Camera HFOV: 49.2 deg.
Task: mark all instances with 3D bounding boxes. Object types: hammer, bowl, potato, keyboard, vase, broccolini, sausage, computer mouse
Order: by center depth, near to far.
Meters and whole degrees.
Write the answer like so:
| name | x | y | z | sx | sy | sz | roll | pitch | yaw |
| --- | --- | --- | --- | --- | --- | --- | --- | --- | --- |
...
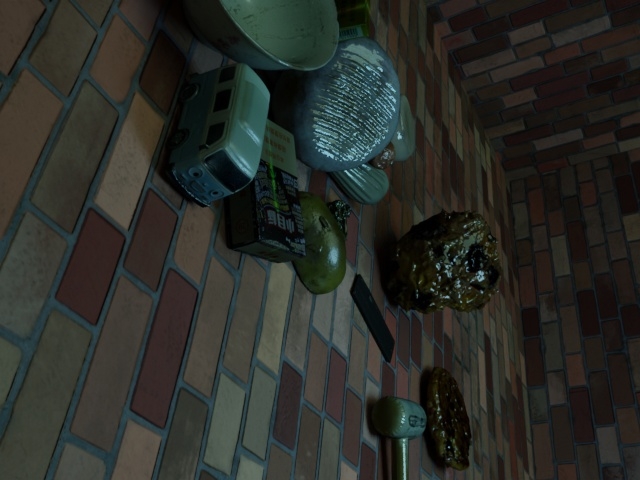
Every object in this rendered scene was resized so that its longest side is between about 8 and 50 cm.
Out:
| name | x | y | z | sx | sy | sz | roll | pitch | yaw |
| --- | --- | --- | --- | --- | --- | --- | --- | --- | --- |
| bowl | -0.170 | -0.527 | 1.512 | 0.435 | 0.196 | 0.434 | 26 | 54 | -42 |
| potato | 0.000 | 0.000 | 1.722 | 0.160 | 0.111 | 0.271 | -39 | 113 | -64 |
| computer mouse | -0.114 | -0.435 | 1.788 | 0.096 | 0.039 | 0.066 | 61 | 29 | -27 |
| hammer | 0.213 | 0.578 | 1.871 | 0.202 | 0.113 | 0.305 | 28 | 58 | -53 |
| broccolini | 0.057 | -0.016 | 1.894 | 0.091 | 0.068 | 0.202 | 58 | 26 | -72 |
| keyboard | 0.138 | 0.183 | 1.996 | 0.103 | 0.041 | 0.381 | -67 | 142 | -53 |
| vase | 0.091 | -0.199 | 1.999 | 0.248 | 0.128 | 0.128 | 35 | 47 | -42 |
| sausage | 0.125 | -0.354 | 2.043 | 0.094 | 0.094 | 0.419 | 8 | 40 | -23 |

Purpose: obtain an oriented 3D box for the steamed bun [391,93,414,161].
| name | x | y | z | sx | sy | sz | roll | pitch | yaw |
| --- | --- | --- | --- | --- | --- | --- | --- | --- | --- |
| steamed bun | 0.222 | -0.372 | 2.313 | 0.232 | 0.145 | 0.231 | -6 | 90 | -72 |

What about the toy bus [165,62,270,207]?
| name | x | y | z | sx | sy | sz | roll | pitch | yaw |
| --- | --- | --- | --- | --- | --- | --- | --- | --- | --- |
| toy bus | -0.192 | -0.215 | 1.378 | 0.133 | 0.165 | 0.271 | 48 | 37 | -45 |

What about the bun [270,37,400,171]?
| name | x | y | z | sx | sy | sz | roll | pitch | yaw |
| --- | --- | --- | --- | --- | --- | --- | --- | --- | --- |
| bun | 0.034 | -0.349 | 1.783 | 0.362 | 0.211 | 0.361 | -12 | 110 | -35 |

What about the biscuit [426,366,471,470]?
| name | x | y | z | sx | sy | sz | roll | pitch | yaw |
| --- | --- | --- | --- | --- | --- | --- | --- | --- | --- |
| biscuit | 0.410 | 0.582 | 2.282 | 0.289 | 0.081 | 0.334 | 44 | 36 | -46 |

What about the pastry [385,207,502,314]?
| name | x | y | z | sx | sy | sz | roll | pitch | yaw |
| --- | --- | --- | --- | --- | --- | --- | --- | --- | --- |
| pastry | 0.402 | 0.066 | 2.206 | 0.405 | 0.292 | 0.337 | 3 | 95 | -36 |

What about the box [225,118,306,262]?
| name | x | y | z | sx | sy | sz | roll | pitch | yaw |
| --- | --- | --- | --- | --- | --- | --- | --- | --- | --- |
| box | -0.128 | -0.118 | 1.552 | 0.198 | 0.084 | 0.310 | 23 | 56 | -59 |

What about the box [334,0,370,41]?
| name | x | y | z | sx | sy | sz | roll | pitch | yaw |
| --- | --- | --- | --- | --- | --- | --- | --- | --- | --- |
| box | -0.035 | -0.535 | 1.689 | 0.043 | 0.311 | 0.173 | 63 | 26 | -52 |
